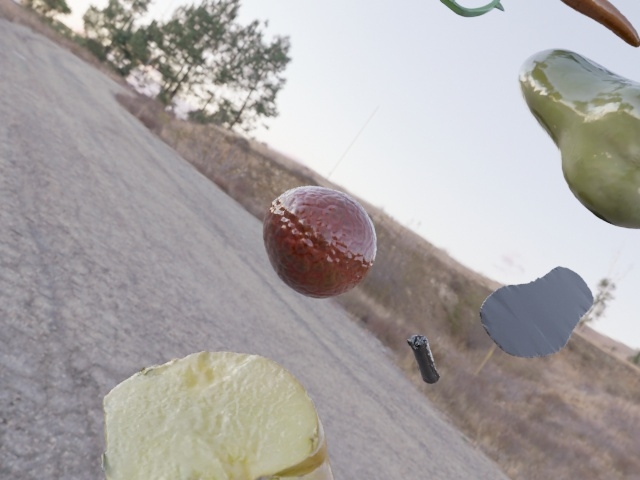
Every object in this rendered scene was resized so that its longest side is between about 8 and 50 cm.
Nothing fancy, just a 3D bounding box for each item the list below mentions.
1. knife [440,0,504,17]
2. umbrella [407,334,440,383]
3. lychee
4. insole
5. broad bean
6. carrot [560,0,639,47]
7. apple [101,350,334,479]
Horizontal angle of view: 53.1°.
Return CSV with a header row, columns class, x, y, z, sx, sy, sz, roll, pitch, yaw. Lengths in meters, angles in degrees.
class,x,y,z,sx,sy,sz,roll,pitch,yaw
knife,0.217,-0.289,0.703,0.054,0.212,0.015,45,-29,19
umbrella,0.182,0.210,1.127,0.036,0.031,0.133,44,-16,46
lychee,0.000,0.000,1.389,0.255,0.255,0.300,35,15,16
insole,0.317,0.095,0.904,0.327,0.007,0.111,-16,63,-48
broad bean,0.297,-0.121,0.647,0.189,0.121,0.263,15,38,-18
carrot,0.317,-0.272,0.745,0.142,0.035,0.035,51,5,22
apple,-0.148,0.328,0.950,0.252,0.309,0.314,-166,-115,-75
